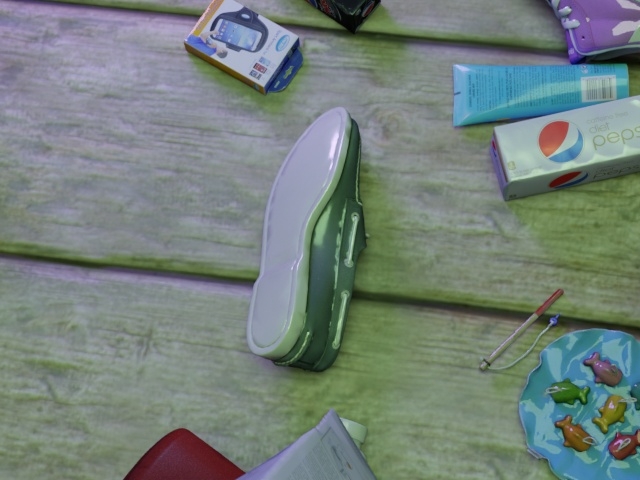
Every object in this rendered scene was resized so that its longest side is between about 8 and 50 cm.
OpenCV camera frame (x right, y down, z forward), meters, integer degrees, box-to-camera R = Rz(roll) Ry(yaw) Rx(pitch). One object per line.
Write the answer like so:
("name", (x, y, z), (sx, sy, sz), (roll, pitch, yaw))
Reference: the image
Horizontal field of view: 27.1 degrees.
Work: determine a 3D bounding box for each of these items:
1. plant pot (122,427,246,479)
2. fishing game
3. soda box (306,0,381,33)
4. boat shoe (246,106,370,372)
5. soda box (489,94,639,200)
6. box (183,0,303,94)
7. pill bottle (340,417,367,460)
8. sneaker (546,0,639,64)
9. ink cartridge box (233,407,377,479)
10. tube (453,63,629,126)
("plant pot", (-0.144, 0.369, 1.302), (0.267, 0.236, 0.267), (34, 91, 13))
("fishing game", (0.310, 0.184, 1.470), (0.189, 0.041, 0.264), (-41, 74, -12))
("soda box", (-0.008, -0.331, 1.644), (0.169, 0.053, 0.060), (37, 78, 14))
("boat shoe", (0.000, 0.000, 1.534), (0.099, 0.116, 0.319), (29, 62, -33))
("soda box", (0.311, -0.111, 1.548), (0.216, 0.069, 0.074), (-13, 72, 0))
("box", (-0.090, -0.239, 1.634), (0.136, 0.028, 0.081), (29, 76, 14))
("pill bottle", (0.012, 0.256, 1.448), (0.067, 0.067, 0.120), (15, 74, 8))
("sneaker", (0.284, -0.300, 1.596), (0.282, 0.102, 0.161), (19, 100, 26))
("ink cartridge box", (0.024, 0.337, 1.242), (0.091, 0.385, 0.308), (-31, 88, 10))
("tube", (0.262, -0.179, 1.586), (0.207, 0.052, 0.080), (-2, 67, 8))
